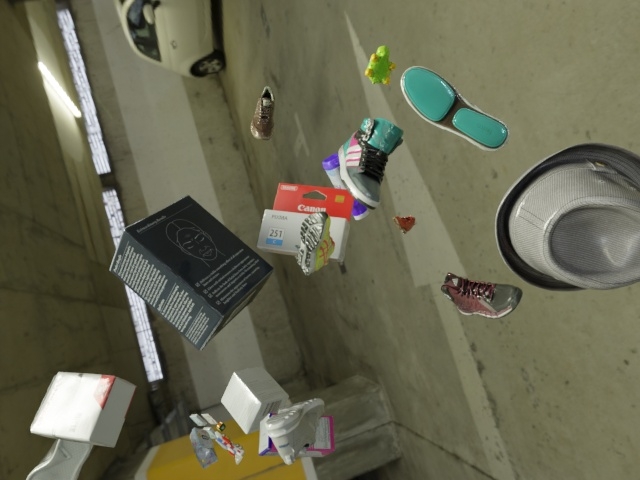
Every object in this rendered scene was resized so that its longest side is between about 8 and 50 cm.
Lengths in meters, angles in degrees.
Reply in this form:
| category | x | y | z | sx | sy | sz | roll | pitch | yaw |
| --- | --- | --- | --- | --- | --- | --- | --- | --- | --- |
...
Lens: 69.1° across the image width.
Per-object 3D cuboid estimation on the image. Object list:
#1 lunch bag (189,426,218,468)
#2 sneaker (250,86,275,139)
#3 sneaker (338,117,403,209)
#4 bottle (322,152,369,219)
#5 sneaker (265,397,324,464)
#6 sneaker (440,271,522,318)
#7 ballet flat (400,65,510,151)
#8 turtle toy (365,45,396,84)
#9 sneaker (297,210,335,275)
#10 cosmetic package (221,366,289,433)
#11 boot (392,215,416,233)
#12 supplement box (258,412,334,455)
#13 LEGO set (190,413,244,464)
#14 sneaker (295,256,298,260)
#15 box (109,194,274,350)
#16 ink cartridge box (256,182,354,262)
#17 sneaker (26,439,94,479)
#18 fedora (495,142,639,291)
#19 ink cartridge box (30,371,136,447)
| category | x | y | z | sx | sy | sz | roll | pitch | yaw |
| --- | --- | --- | --- | --- | --- | --- | --- | --- | --- |
| lunch bag | -0.309 | 0.540 | 1.221 | 0.071 | 0.053 | 0.083 | 36 | 149 | 54 |
| sneaker | -0.161 | -0.361 | 1.310 | 0.071 | 0.066 | 0.188 | 100 | 170 | -48 |
| sneaker | 0.145 | -0.224 | 1.223 | 0.178 | 0.123 | 0.295 | -49 | 31 | 29 |
| bottle | 0.111 | -0.219 | 1.917 | 0.283 | 0.092 | 0.118 | 61 | 170 | -19 |
| sneaker | -0.058 | 0.478 | 1.175 | 0.281 | 0.105 | 0.115 | 15 | -123 | -69 |
| sneaker | 0.463 | 0.157 | 1.417 | 0.162 | 0.106 | 0.281 | 34 | 158 | -10 |
| ballet flat | 0.431 | -0.416 | 1.510 | 0.400 | 0.139 | 0.139 | 39 | 157 | 13 |
| turtle toy | 0.200 | -0.590 | 1.565 | 0.130 | 0.095 | 0.066 | -69 | 23 | 11 |
| sneaker | 0.000 | 0.000 | 1.240 | 0.081 | 0.094 | 0.208 | 54 | 145 | 32 |
| cosmetic package | -0.254 | 0.610 | 1.792 | 0.183 | 0.151 | 0.151 | 36 | 109 | 37 |
| boot | 0.373 | -0.085 | 2.051 | 0.158 | 0.084 | 0.059 | 26 | -147 | -59 |
| supplement box | -0.076 | 0.629 | 1.495 | 0.111 | 0.220 | 0.114 | 124 | 152 | -49 |
| LEGO set | -0.353 | 0.665 | 1.570 | 0.182 | 0.060 | 0.244 | 49 | 143 | -8 |
| sneaker | -0.077 | 0.040 | 1.736 | 0.035 | 0.031 | 0.083 | 39 | -143 | -65 |
| box | -0.408 | 0.093 | 1.495 | 0.395 | 0.293 | 0.212 | 41 | 127 | 4 |
| ink cartridge box | -0.046 | -0.075 | 1.574 | 0.066 | 0.296 | 0.261 | 47 | -127 | -67 |
| sneaker | -0.618 | 0.522 | 1.159 | 0.104 | 0.296 | 0.147 | 34 | -164 | -10 |
| fedora | 0.406 | -0.011 | 0.681 | 0.124 | 0.275 | 0.244 | -97 | 27 | -67 |
| ink cartridge box | -0.381 | 0.271 | 0.751 | 0.056 | 0.135 | 0.099 | 55 | -141 | -49 |
